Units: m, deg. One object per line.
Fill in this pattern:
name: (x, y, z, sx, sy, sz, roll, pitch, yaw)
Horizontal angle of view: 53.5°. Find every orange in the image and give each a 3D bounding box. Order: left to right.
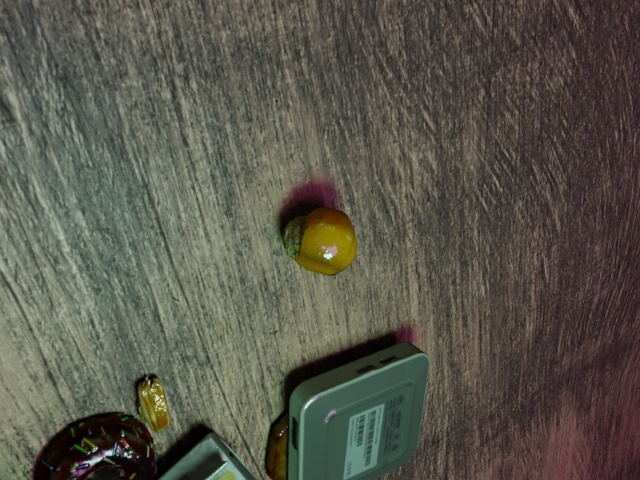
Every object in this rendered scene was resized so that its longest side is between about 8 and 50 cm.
orange: (0.000, 0.000, 1.249, 0.156, 0.157, 0.134, 44, 65, -42)

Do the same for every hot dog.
hot dog: (-0.335, 0.325, 1.259, 0.056, 0.041, 0.133, -23, 121, -34)

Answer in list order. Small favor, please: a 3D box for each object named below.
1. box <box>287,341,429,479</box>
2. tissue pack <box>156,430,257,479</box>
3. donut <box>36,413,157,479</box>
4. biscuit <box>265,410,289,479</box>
box: (0.098, 0.451, 1.541, 0.373, 0.090, 0.367, -15, 123, -28)
tissue pack: (-0.265, 0.535, 1.313, 0.229, 0.159, 0.145, -41, 173, -8)
donut: (-0.422, 0.452, 1.230, 0.235, 0.089, 0.235, -16, 121, -29)
biscuit: (0.018, 0.486, 1.591, 0.359, 0.046, 0.359, -17, 122, -28)
